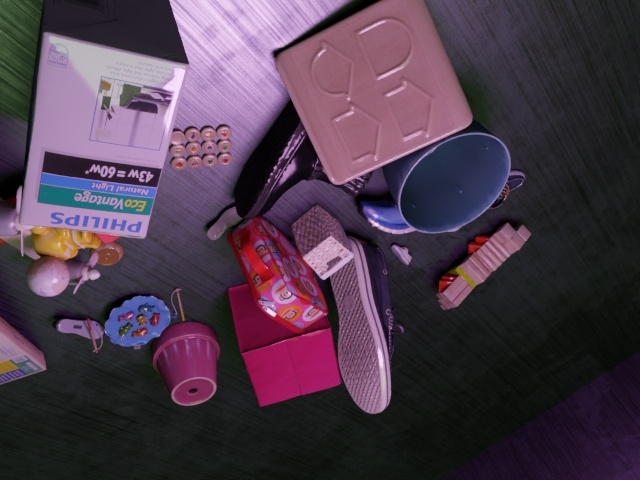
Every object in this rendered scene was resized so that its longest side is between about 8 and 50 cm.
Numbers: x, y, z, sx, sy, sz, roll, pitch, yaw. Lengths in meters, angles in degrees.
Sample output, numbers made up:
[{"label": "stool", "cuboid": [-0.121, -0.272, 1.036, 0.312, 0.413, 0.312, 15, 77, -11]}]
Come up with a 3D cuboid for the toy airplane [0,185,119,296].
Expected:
[{"label": "toy airplane", "cuboid": [-0.620, -0.004, 1.381, 0.386, 0.273, 0.384, 5, 151, -46]}]

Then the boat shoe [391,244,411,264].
[{"label": "boat shoe", "cuboid": [0.248, 0.036, 1.962, 0.035, 0.035, 0.100, -53, 130, -11]}]

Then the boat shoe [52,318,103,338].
[{"label": "boat shoe", "cuboid": [-0.654, 0.234, 1.751, 0.040, 0.049, 0.142, 2, 165, 38]}]

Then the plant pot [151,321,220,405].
[{"label": "plant pot", "cuboid": [-0.383, 0.370, 1.890, 0.201, 0.180, 0.201, -12, 133, -14]}]

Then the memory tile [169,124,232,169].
[{"label": "memory tile", "cuboid": [-0.280, -0.217, 1.521, 0.147, 0.012, 0.113, -8, 132, -16]}]

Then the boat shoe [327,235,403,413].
[{"label": "boat shoe", "cuboid": [0.140, 0.233, 1.840, 0.155, 0.501, 0.186, -3, 172, -41]}]

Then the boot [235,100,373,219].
[{"label": "boot", "cuboid": [-0.027, -0.161, 1.594, 0.260, 0.131, 0.348, 20, 119, -35]}]

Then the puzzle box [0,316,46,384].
[{"label": "puzzle box", "cuboid": [-0.871, 0.289, 1.585, 0.271, 0.052, 0.409, -17, 157, -13]}]

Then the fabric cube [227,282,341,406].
[{"label": "fabric cube", "cuboid": [-0.101, 0.274, 1.864, 0.258, 0.254, 0.258, -15, 132, -5]}]

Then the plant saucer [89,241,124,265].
[{"label": "plant saucer", "cuboid": [-0.540, 0.037, 1.638, 0.083, 0.015, 0.084, -12, 133, -13]}]

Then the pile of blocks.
[{"label": "pile of blocks", "cuboid": [0.491, 0.062, 2.055, 0.362, 0.149, 0.113, -43, 90, 5]}]

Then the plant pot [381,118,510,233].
[{"label": "plant pot", "cuboid": [0.284, -0.205, 1.611, 0.292, 0.235, 0.293, -12, 135, -13]}]

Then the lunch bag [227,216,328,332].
[{"label": "lunch bag", "cuboid": [-0.117, 0.076, 1.642, 0.120, 0.293, 0.258, -37, 144, 10]}]

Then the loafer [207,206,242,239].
[{"label": "loafer", "cuboid": [-0.241, -0.051, 1.675, 0.125, 0.039, 0.045, -38, 100, 9]}]

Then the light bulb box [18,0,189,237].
[{"label": "light bulb box", "cuboid": [-0.407, -0.257, 1.187, 0.225, 0.358, 0.361, 7, 126, -26]}]

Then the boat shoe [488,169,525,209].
[{"label": "boat shoe", "cuboid": [0.523, -0.141, 1.879, 0.183, 0.083, 0.065, -18, 135, -7]}]

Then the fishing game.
[{"label": "fishing game", "cuboid": [-0.503, 0.233, 1.792, 0.263, 0.041, 0.189, -16, 134, -23]}]

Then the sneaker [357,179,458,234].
[{"label": "sneaker", "cuboid": [0.253, -0.106, 1.790, 0.329, 0.130, 0.147, -4, 117, -24]}]

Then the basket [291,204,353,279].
[{"label": "basket", "cuboid": [0.000, 0.000, 1.732, 0.113, 0.167, 0.103, -39, 127, 13]}]

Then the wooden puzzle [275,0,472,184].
[{"label": "wooden puzzle", "cuboid": [0.119, -0.336, 1.438, 0.347, 0.080, 0.322, -24, 100, 9]}]
